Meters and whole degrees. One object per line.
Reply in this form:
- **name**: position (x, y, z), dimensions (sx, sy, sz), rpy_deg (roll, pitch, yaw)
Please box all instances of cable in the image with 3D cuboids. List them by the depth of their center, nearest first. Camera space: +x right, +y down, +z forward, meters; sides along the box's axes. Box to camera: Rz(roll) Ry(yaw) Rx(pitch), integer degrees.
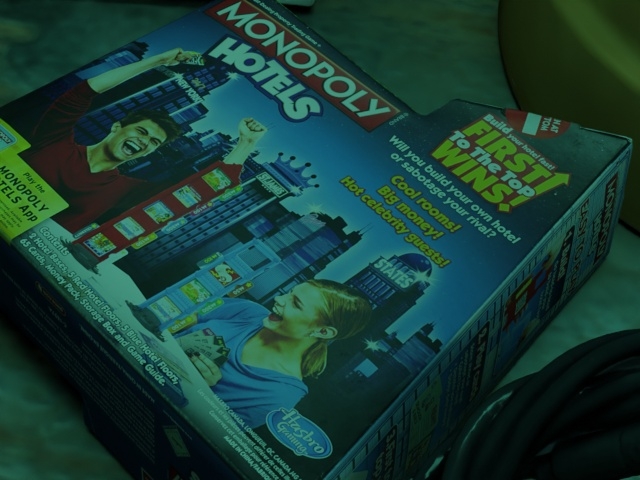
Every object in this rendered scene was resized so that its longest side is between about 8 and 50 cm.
- **cable**: position (0.091, 0.096, 0.506), dimensions (0.184, 0.047, 0.151), rpy_deg (24, 93, 34)

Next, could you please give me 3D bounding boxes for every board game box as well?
- **board game box**: position (0.000, 0.000, 0.630), dimensions (0.194, 0.060, 0.194), rpy_deg (-30, 55, -28)

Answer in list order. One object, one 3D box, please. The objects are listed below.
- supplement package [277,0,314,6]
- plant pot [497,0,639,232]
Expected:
- **supplement package**: position (-0.089, -0.260, 0.772), dimensions (0.198, 0.199, 0.263), rpy_deg (3, 47, 0)
- **plant pot**: position (0.218, -0.144, 0.681), dimensions (0.290, 0.203, 0.291), rpy_deg (1, 46, -1)
